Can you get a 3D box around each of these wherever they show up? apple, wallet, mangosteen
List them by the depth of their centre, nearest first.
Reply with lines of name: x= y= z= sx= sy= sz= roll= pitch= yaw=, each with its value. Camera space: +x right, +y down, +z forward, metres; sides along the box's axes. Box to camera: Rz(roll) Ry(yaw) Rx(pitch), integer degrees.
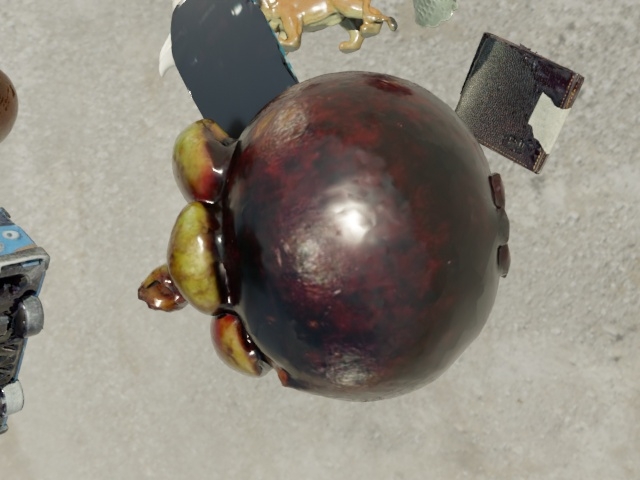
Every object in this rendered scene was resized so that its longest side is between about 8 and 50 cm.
mangosteen: x=0.000 y=0.000 z=0.750 sx=0.347 sy=0.307 sz=0.307 roll=-7 pitch=116 yaw=6
apple: x=-0.630 y=-0.234 z=1.393 sx=0.168 sy=0.181 sz=0.181 roll=-25 pitch=100 yaw=49
wallet: x=0.393 y=-0.288 z=1.648 sx=0.262 sy=0.071 sz=0.221 roll=40 pitch=118 yaw=39

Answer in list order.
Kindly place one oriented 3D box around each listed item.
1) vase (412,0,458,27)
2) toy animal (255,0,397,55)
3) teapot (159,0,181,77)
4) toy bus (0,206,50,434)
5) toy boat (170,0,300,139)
vase: x=0.170 y=-0.442 z=1.350 sx=0.081 sy=0.081 sz=0.148 roll=3 pitch=147 yaw=36
toy animal: x=-0.021 y=-0.401 z=1.385 sx=0.312 sy=0.097 sz=0.157 roll=-7 pitch=85 yaw=14
teapot: x=-0.292 y=-0.498 z=1.771 sx=0.139 sy=0.204 sz=0.298 roll=4 pitch=122 yaw=-11
toy bus: x=-0.339 y=0.079 z=0.723 sx=0.133 sy=0.116 sz=0.234 roll=43 pitch=124 yaw=28
toy boat: x=-0.095 y=-0.197 z=1.076 sx=0.134 sy=0.092 sz=0.299 roll=-27 pitch=99 yaw=3
